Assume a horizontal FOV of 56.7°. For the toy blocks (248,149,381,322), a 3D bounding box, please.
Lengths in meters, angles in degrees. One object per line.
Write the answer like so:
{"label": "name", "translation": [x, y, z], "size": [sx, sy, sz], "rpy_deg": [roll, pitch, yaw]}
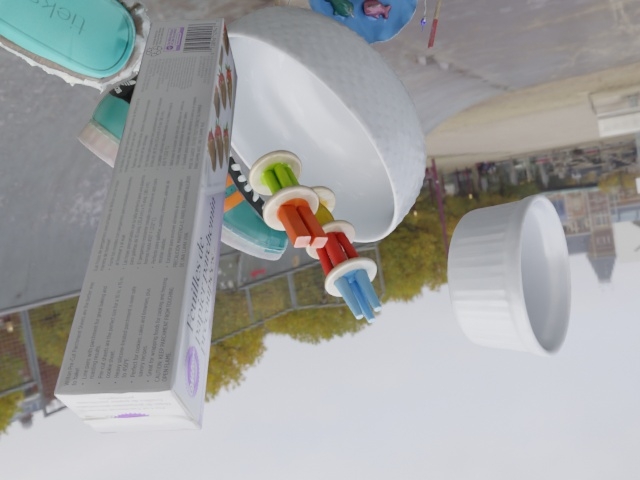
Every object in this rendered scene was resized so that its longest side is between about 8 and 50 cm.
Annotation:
{"label": "toy blocks", "translation": [0.000, 0.000, 0.541], "size": [0.054, 0.148, 0.123], "rpy_deg": [-37, 142, 12]}

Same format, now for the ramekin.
{"label": "ramekin", "translation": [0.336, 0.063, 1.048], "size": [0.135, 0.277, 0.277], "rpy_deg": [-5, -175, 38]}

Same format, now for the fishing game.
{"label": "fishing game", "translation": [0.066, -0.384, 0.867], "size": [0.264, 0.189, 0.041], "rpy_deg": [10, -175, -15]}

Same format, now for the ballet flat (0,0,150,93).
{"label": "ballet flat", "translation": [-0.345, -0.268, 0.518], "size": [0.409, 0.147, 0.147], "rpy_deg": [30, 161, -30]}

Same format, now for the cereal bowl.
{"label": "cereal bowl", "translation": [0.006, -0.165, 0.792], "size": [0.141, 0.339, 0.339], "rpy_deg": [-47, -161, -21]}

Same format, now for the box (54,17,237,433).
{"label": "box", "translation": [-0.104, -0.035, 0.414], "size": [0.067, 0.324, 0.063], "rpy_deg": [-4, 144, 3]}

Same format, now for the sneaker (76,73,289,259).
{"label": "sneaker", "translation": [-0.140, -0.086, 0.752], "size": [0.302, 0.121, 0.108], "rpy_deg": [36, -178, -30]}
